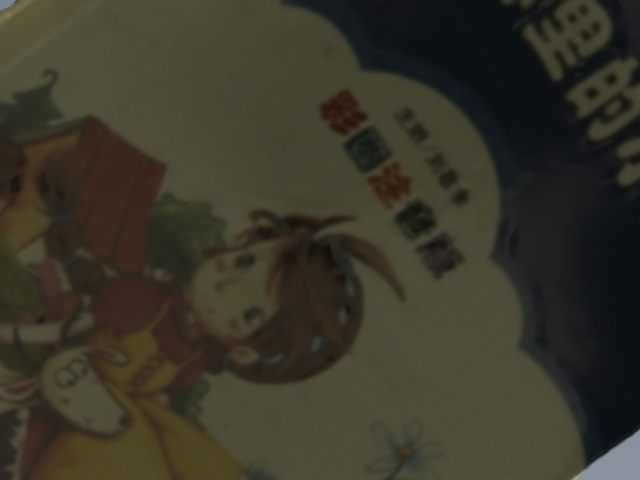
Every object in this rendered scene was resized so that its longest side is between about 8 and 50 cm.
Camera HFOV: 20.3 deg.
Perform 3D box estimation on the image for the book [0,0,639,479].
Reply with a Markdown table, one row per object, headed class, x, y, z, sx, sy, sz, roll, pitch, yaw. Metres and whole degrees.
| class | x | y | z | sx | sy | sz | roll | pitch | yaw |
| --- | --- | --- | --- | --- | --- | --- | --- | --- | --- |
| book | 0.000 | 0.000 | 0.547 | 0.322 | 0.018 | 0.228 | -36 | -73 | 1 |
